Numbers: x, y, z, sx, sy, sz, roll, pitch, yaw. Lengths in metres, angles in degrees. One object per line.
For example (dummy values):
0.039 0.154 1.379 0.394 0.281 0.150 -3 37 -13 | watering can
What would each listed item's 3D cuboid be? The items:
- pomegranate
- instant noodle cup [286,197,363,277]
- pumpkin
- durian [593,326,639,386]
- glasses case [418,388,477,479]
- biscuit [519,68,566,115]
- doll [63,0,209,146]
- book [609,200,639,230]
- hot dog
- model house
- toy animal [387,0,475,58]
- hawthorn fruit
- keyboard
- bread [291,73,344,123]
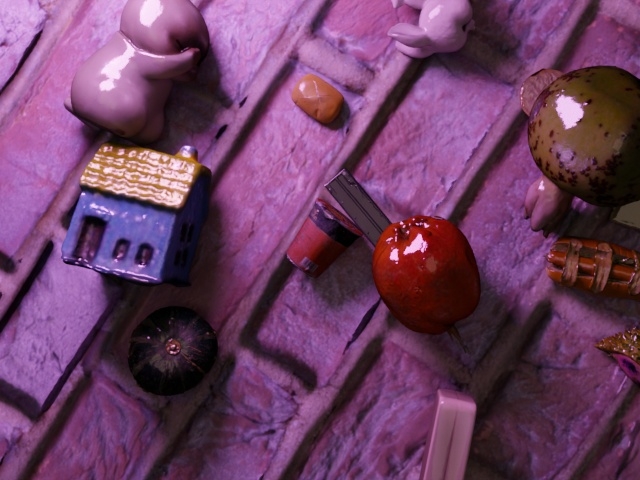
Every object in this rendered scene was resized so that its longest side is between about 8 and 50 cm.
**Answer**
0.509 -0.158 1.319 0.285 0.285 0.341 38 122 8 | pomegranate
0.002 0.001 1.428 0.127 0.127 0.136 39 100 8 | instant noodle cup
-0.312 0.232 1.433 0.190 0.146 0.191 11 58 -17 | pumpkin
0.655 0.238 1.329 0.119 0.108 0.187 -45 82 3 | durian
0.239 0.472 1.353 0.076 0.144 0.337 11 89 7 | glasses case
0.478 -0.303 1.429 0.120 0.015 0.120 0 87 7 | biscuit
-0.377 -0.362 1.444 0.370 0.215 0.226 -48 66 5 | doll
0.755 -0.170 1.377 0.239 0.035 0.353 19 90 10 | book
0.582 0.060 1.369 0.269 0.072 0.110 13 91 9 | hot dog
-0.368 -0.063 1.434 0.237 0.215 0.304 14 84 8 | model house
0.226 -0.484 1.415 0.178 0.127 0.193 -5 87 9 | toy animal
0.223 0.095 1.353 0.211 0.211 0.299 -28 94 5 | hawthorn fruit
0.093 -0.064 1.467 0.063 0.010 0.198 -40 83 5 | keyboard
-0.007 -0.309 1.470 0.115 0.056 0.082 40 93 8 | bread
